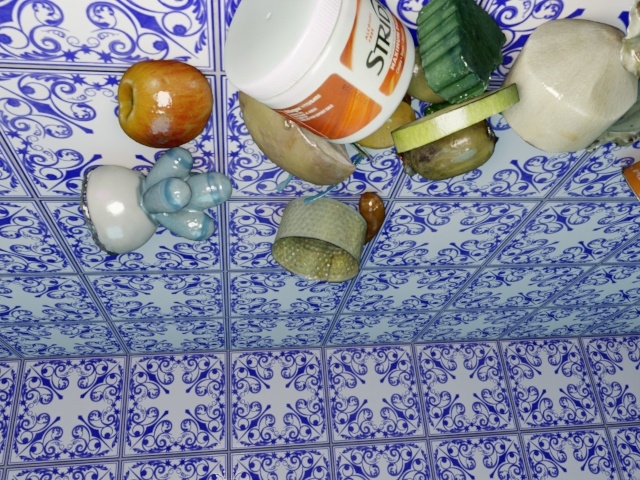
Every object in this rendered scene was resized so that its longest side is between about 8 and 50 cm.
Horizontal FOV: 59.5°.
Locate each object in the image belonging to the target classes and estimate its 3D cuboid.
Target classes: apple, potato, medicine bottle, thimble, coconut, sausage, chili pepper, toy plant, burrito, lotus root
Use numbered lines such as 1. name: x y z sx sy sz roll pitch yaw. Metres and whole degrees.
1. apple: -0.316 -0.272 1.149 0.173 0.160 0.195 -10 169 -43
2. potato: -0.079 -0.213 1.177 0.211 0.264 0.189 13 139 -42
3. medicine bottle: 0.000 -0.324 0.968 0.240 0.253 0.252 20 144 -41
4. thimble: 0.000 0.000 1.641 0.270 0.150 0.271 11 151 6
5. coconut: 0.493 -0.312 1.104 0.237 0.238 0.266 0 151 -10
6. sausage: 0.136 -0.051 1.721 0.102 0.076 0.302 1 152 -14
7. chili pepper: 0.326 -0.303 1.267 0.182 0.073 0.050 -7 131 16
8. toy plant: -0.381 -0.103 1.385 0.332 0.247 0.247 -12 153 5
9. burrito: 0.711 -0.317 1.280 0.175 0.107 0.348 -23 155 -1
10. lotus root: 0.295 -0.215 1.365 0.278 0.154 0.154 -15 153 34

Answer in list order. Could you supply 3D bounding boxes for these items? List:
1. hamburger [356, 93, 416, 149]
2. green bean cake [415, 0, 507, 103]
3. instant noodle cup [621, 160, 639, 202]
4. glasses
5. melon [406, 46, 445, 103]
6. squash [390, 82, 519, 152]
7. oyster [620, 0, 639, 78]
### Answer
1. hamburger: 0.131 -0.276 1.237 0.162 0.115 0.162 -4 151 -2
2. green bean cake: 0.270 -0.340 1.041 0.193 0.208 0.107 24 144 -39
3. instant noodle cup: 0.971 -0.160 1.521 0.230 0.230 0.182 17 137 -37
4. glasses: -0.003 -0.191 1.363 0.220 0.088 0.189 -33 154 24
5. melon: 0.220 -0.336 1.152 0.162 0.099 0.099 16 146 -39
6. squash: 0.264 -0.240 1.088 0.252 0.049 0.252 -22 -171 3
7. oyster: 0.643 -0.444 0.931 0.351 0.115 0.238 -33 150 1
